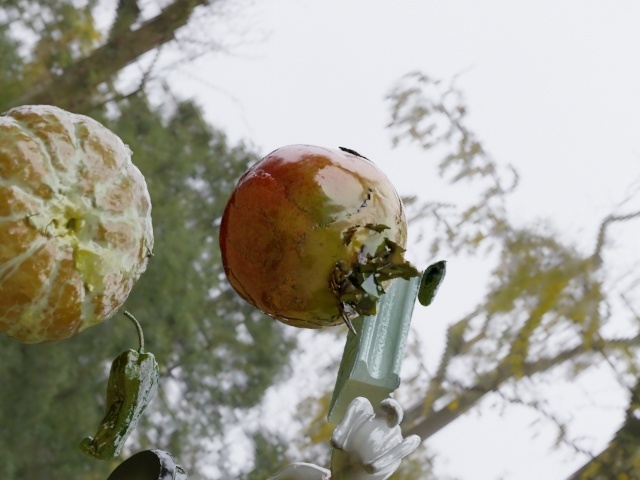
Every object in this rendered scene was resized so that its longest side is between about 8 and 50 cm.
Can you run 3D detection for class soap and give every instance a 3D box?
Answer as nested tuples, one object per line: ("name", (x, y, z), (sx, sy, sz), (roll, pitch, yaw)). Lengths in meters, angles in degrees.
("soap", (0.085, 0.168, 2.061), (0.094, 0.261, 0.150), (17, -47, 1))

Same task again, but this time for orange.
("orange", (-0.393, -0.023, 1.797), (0.249, 0.329, 0.329), (-18, -79, 59))

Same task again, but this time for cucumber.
("cucumber", (0.184, 0.064, 2.140), (0.037, 0.037, 0.155), (51, -24, 19))

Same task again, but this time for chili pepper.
("chili pepper", (-0.259, 0.201, 1.761), (0.073, 0.204, 0.072), (25, -16, -21))

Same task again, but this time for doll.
("doll", (-0.004, 0.325, 1.396), (0.188, 0.099, 0.384), (33, -64, 14))

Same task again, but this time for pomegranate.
("pomegranate", (0.000, 0.000, 1.420), (0.235, 0.210, 0.210), (38, -31, 41))

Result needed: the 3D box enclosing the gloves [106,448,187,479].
("gloves", (-0.057, 0.250, 0.996), (0.268, 0.107, 0.135), (32, 4, -30))
